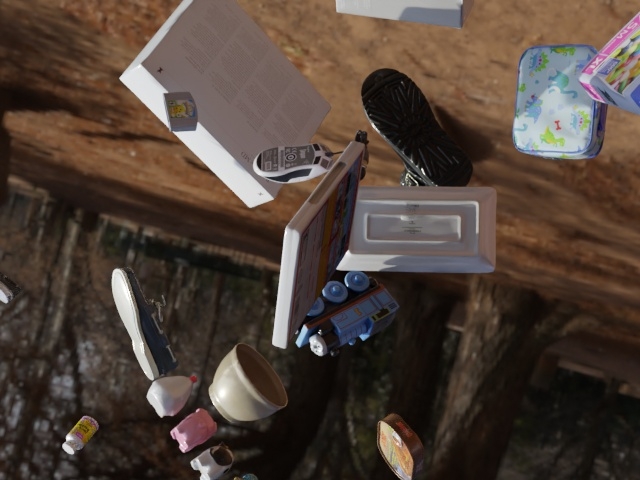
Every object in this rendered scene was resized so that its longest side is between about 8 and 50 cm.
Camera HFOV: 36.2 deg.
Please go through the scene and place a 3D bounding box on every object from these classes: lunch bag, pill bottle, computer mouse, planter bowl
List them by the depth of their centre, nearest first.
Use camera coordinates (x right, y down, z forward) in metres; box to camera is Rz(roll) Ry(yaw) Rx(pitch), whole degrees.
[{"bbox_3d":[-0.014,-0.128,1.614,0.193,0.106,0.042,-6,138,6],"label":"computer mouse"},{"bbox_3d":[0.471,-0.267,1.902,0.176,0.219,0.090,4,180,35],"label":"lunch bag"},{"bbox_3d":[-0.161,0.310,2.032,0.162,0.109,0.162,48,-167,-14],"label":"planter bowl"},{"bbox_3d":[-0.527,0.427,2.146,0.043,0.043,0.083,14,-137,23],"label":"pill bottle"}]

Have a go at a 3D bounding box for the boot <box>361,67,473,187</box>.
[{"bbox_3d":[0.215,-0.213,2.253,0.348,0.131,0.260,56,178,10],"label":"boot"}]

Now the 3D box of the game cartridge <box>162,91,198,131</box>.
[{"bbox_3d":[-0.247,-0.229,1.737,0.056,0.083,0.017,-4,150,-21],"label":"game cartridge"}]

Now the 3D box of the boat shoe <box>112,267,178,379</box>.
[{"bbox_3d":[-0.365,0.168,2.063,0.079,0.255,0.095,-25,-167,-29],"label":"boat shoe"}]

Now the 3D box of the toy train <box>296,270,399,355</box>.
[{"bbox_3d":[0.036,0.123,1.610,0.184,0.080,0.105,-26,-116,-31],"label":"toy train"}]

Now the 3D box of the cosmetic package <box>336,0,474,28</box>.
[{"bbox_3d":[0.148,-0.460,1.714,0.238,0.107,0.127,11,135,14],"label":"cosmetic package"}]

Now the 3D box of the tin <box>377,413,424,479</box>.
[{"bbox_3d":[0.156,0.403,1.904,0.106,0.040,0.190,43,157,26],"label":"tin"}]

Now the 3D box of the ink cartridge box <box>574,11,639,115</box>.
[{"bbox_3d":[0.499,-0.265,1.404,0.065,0.186,0.311,43,-172,-18],"label":"ink cartridge box"}]

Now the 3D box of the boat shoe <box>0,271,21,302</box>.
[{"bbox_3d":[-0.663,0.068,1.972,0.142,0.040,0.049,42,142,8],"label":"boat shoe"}]

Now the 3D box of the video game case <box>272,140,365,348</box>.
[{"bbox_3d":[0.000,0.000,1.451,0.025,0.204,0.285,17,-146,13],"label":"video game case"}]

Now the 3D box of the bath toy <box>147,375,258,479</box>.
[{"bbox_3d":[-0.294,0.481,2.432,0.129,0.348,0.151,-32,176,-28],"label":"bath toy"}]

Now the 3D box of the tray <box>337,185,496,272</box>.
[{"bbox_3d":[0.156,-0.020,1.634,0.270,0.145,0.030,1,176,10],"label":"tray"}]

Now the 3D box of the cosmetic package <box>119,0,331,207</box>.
[{"bbox_3d":[-0.181,-0.298,1.991,0.097,0.284,0.377,-18,124,47],"label":"cosmetic package"}]
